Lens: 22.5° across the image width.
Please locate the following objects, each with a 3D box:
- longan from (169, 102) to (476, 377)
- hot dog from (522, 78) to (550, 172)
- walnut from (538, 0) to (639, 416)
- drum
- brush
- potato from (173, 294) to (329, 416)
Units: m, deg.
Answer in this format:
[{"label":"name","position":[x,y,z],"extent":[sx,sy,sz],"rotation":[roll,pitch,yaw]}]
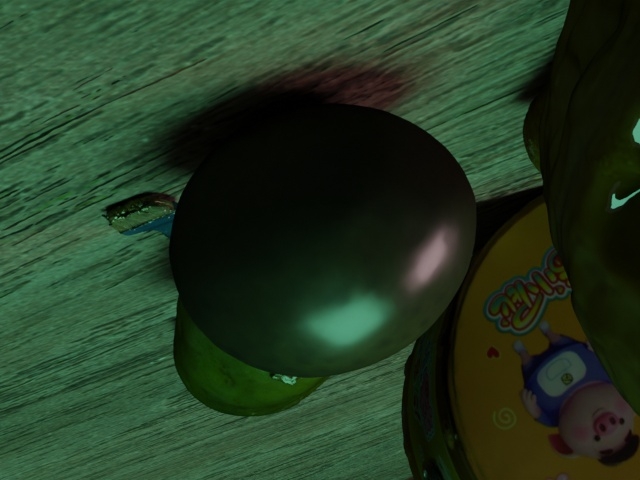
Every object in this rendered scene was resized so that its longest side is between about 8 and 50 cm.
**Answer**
[{"label":"longan","position":[0.000,0.000,1.121],"extent":[0.220,0.197,0.196],"rotation":[-14,165,13]},{"label":"hot dog","position":[0.214,-0.118,1.141],"extent":[0.061,0.088,0.286],"rotation":[-4,157,-18]},{"label":"walnut","position":[0.276,-0.069,0.841],"extent":[0.308,0.354,0.398],"rotation":[-14,141,-25]},{"label":"drum","position":[0.294,0.158,1.566],"extent":[0.431,0.431,0.214],"rotation":[-14,165,-12]},{"label":"brush","position":[-0.120,-0.011,1.286],"extent":[0.051,0.014,0.164],"rotation":[-19,165,13]},{"label":"potato","position":[-0.039,0.060,1.380],"extent":[0.186,0.148,0.253],"rotation":[-39,175,-41]}]
